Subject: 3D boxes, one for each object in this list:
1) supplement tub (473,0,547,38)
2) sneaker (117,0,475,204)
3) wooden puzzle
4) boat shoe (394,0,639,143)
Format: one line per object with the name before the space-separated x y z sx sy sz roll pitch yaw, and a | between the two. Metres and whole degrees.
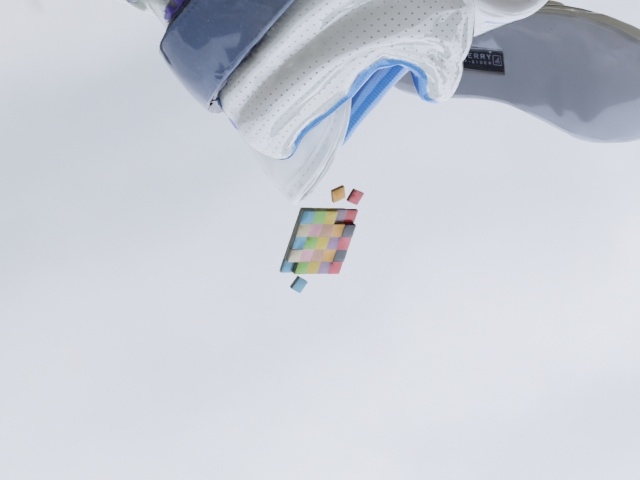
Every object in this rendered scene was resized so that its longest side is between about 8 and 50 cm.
supplement tub | 0.088 -0.153 1.149 0.071 0.071 0.107 -30 -173 -15
sneaker | -0.082 -0.121 0.948 0.322 0.236 0.130 -13 -175 24
wooden puzzle | 0.000 0.000 1.371 0.049 0.083 0.006 0 -152 -38
boat shoe | 0.160 -0.137 1.426 0.258 0.095 0.084 20 -148 35
